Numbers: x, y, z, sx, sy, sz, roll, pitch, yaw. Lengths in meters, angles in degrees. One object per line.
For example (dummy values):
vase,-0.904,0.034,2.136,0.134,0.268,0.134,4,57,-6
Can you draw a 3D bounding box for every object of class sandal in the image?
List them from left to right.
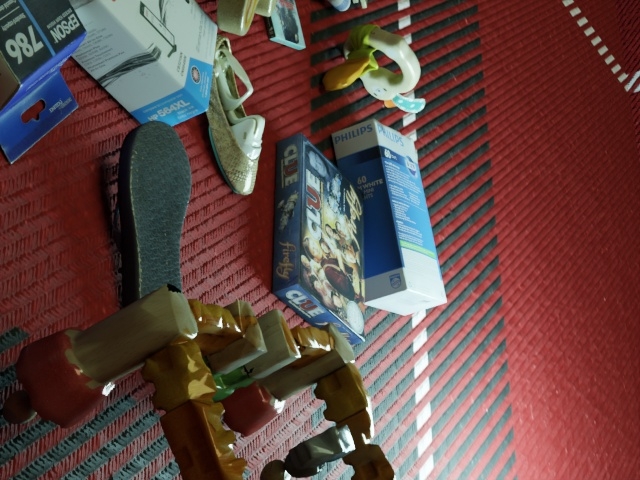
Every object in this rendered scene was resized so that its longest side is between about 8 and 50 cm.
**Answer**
sandal,-0.193,-0.011,1.613,0.097,0.054,0.254,21,64,-48

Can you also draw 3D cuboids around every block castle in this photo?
block castle,-0.093,0.231,1.465,0.453,0.213,0.303,19,44,-66

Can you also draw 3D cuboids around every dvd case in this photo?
dvd case,-0.059,-0.335,2.116,0.087,0.013,0.119,8,65,-61

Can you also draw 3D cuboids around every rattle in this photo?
rattle,0.084,-0.220,2.257,0.199,0.130,0.142,80,21,-55

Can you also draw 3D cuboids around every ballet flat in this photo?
ballet flat,-0.109,-0.159,1.841,0.073,0.067,0.206,-31,101,-64

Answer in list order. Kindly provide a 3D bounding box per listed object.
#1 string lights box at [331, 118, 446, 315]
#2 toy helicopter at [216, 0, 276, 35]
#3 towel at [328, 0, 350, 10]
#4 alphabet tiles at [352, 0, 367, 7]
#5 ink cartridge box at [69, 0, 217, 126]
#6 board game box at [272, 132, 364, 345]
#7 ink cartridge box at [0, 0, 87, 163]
string lights box,0.100,-0.032,2.147,0.133,0.077,0.259,20,55,-58
toy helicopter,-0.064,-0.376,1.859,0.355,0.140,0.235,-71,175,-53
towel,-0.046,-0.480,2.219,0.285,0.034,0.209,25,53,-53
alphabet tiles,0.040,-0.548,2.348,0.285,0.011,0.342,71,16,-46
ink cartridge box,-0.212,-0.244,1.681,0.203,0.086,0.148,46,35,-41
board game box,0.000,0.000,1.972,0.165,0.042,0.243,42,38,-44
ink cartridge box,-0.335,-0.257,1.483,0.332,0.065,0.165,62,27,-18
